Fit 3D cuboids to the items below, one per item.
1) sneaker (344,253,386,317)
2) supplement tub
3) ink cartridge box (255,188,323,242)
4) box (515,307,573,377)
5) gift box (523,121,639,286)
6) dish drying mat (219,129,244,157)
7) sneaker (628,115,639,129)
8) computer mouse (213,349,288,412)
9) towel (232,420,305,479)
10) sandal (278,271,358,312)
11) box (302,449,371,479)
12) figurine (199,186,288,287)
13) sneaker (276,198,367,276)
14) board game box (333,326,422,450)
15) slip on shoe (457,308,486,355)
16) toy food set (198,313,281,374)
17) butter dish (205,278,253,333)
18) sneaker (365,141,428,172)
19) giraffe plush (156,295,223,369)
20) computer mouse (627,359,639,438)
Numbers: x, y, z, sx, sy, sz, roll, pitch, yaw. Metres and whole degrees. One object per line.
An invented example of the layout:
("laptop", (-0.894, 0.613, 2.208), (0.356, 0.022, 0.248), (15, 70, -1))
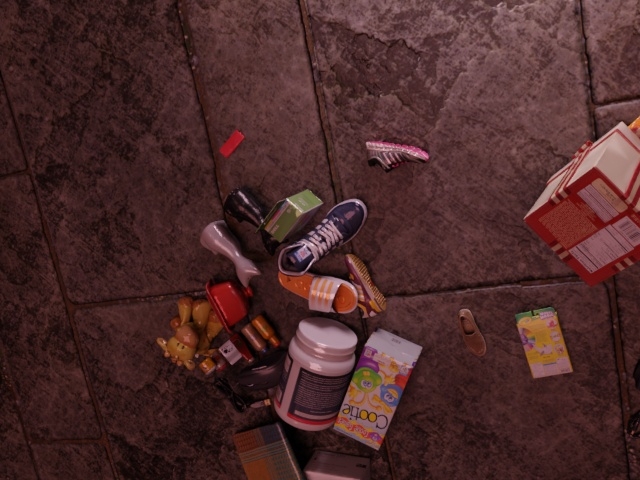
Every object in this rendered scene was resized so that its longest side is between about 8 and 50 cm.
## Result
("sneaker", (0.101, 0.128, 1.823), (0.084, 0.069, 0.185), (-30, 91, 23))
("supplement tub", (-0.013, 0.372, 1.859), (0.191, 0.191, 0.272), (20, 110, 13))
("ink cartridge box", (-0.079, -0.062, 1.755), (0.062, 0.209, 0.109), (43, 113, 6))
("box", (0.575, 0.260, 1.713), (0.105, 0.043, 0.179), (-15, 101, 22))
("gift box", (0.657, -0.088, 1.464), (0.255, 0.258, 0.276), (48, 137, -2))
("dish drying mat", (-0.249, -0.272, 1.867), (0.032, 0.008, 0.083), (46, 112, 2))
("sneaker", (0.733, -0.260, 1.511), (0.067, 0.064, 0.175), (28, 109, 20))
("computer mouse", (-0.171, 0.437, 1.978), (0.262, 0.060, 0.184), (-22, 125, 6))
("towel", (-0.124, 0.736, 1.992), (0.271, 0.040, 0.370), (-30, 79, 45))
("sandal", (-0.022, 0.146, 1.837), (0.265, 0.076, 0.102), (15, 116, 29))
("box", (0.051, 0.743, 1.975), (0.181, 0.119, 0.182), (2, 104, 19))
("figurine", (-0.211, -0.003, 1.856), (0.209, 0.092, 0.215), (48, 115, 17))
("sneaker", (0.000, 0.000, 1.776), (0.282, 0.153, 0.099), (-37, 91, 23))
("board game box", (0.158, 0.408, 1.837), (0.144, 0.142, 0.275), (22, 110, 12))
("slip on shoe", (0.402, 0.249, 1.768), (0.051, 0.041, 0.135), (-17, 98, 22))
("toy food set", (-0.235, 0.331, 1.952), (0.232, 0.111, 0.104), (-40, 90, -16))
("butter dish", (-0.251, 0.170, 1.926), (0.118, 0.160, 0.160), (-26, 95, -1))
("sneaker", (0.194, -0.208, 1.707), (0.170, 0.063, 0.075), (12, 108, 20))
("giraffe plush", (-0.395, 0.290, 1.977), (0.181, 0.170, 0.210), (10, 107, 16))
("computer mouse", (0.817, 0.396, 1.668), (0.071, 0.041, 0.242), (8, 107, 16))
